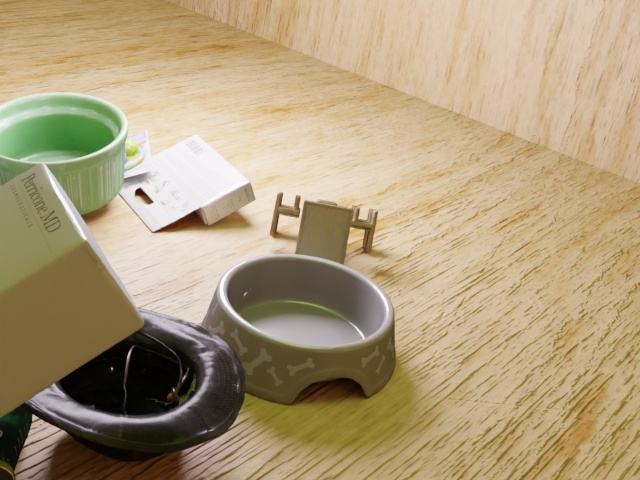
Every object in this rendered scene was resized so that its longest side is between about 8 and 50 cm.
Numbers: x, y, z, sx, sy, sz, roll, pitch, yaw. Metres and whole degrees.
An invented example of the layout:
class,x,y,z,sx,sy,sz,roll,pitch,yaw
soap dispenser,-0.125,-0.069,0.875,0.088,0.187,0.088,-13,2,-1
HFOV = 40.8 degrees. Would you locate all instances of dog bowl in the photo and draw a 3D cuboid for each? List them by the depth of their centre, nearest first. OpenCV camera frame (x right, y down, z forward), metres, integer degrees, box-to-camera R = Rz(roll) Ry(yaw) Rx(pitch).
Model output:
class,x,y,z,sx,sy,sz,roll,pitch,yaw
dog bowl,-0.031,0.138,1.479,0.349,0.102,0.349,9,28,-5

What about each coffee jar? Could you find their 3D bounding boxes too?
class,x,y,z,sx,sy,sz,roll,pitch,yaw
coffee jar,-0.428,0.274,1.092,0.096,0.079,0.184,5,28,-12

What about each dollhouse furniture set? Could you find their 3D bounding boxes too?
class,x,y,z,sx,sy,sz,roll,pitch,yaw
dollhouse furniture set,0.000,0.000,1.770,0.212,0.161,0.242,10,5,-1

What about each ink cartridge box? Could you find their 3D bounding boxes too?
class,x,y,z,sx,sy,sz,roll,pitch,yaw
ink cartridge box,-0.313,-0.114,1.917,0.239,0.060,0.275,-30,42,-17

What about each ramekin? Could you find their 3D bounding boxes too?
class,x,y,z,sx,sy,sz,roll,pitch,yaw
ramekin,-0.552,-0.176,1.799,0.303,0.148,0.303,3,36,-2

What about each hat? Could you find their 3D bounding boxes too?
class,x,y,z,sx,sy,sz,roll,pitch,yaw
hat,-0.278,0.219,1.203,0.331,0.134,0.331,15,29,-9

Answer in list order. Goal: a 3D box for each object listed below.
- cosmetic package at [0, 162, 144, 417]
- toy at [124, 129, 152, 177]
class,x,y,z,sx,sy,sz,roll,pitch,yaw
cosmetic package,-0.475,0.120,1.057,0.453,0.161,0.230,-33,41,-11
toy,-0.469,-0.208,1.997,0.137,0.056,0.237,-19,29,-4
